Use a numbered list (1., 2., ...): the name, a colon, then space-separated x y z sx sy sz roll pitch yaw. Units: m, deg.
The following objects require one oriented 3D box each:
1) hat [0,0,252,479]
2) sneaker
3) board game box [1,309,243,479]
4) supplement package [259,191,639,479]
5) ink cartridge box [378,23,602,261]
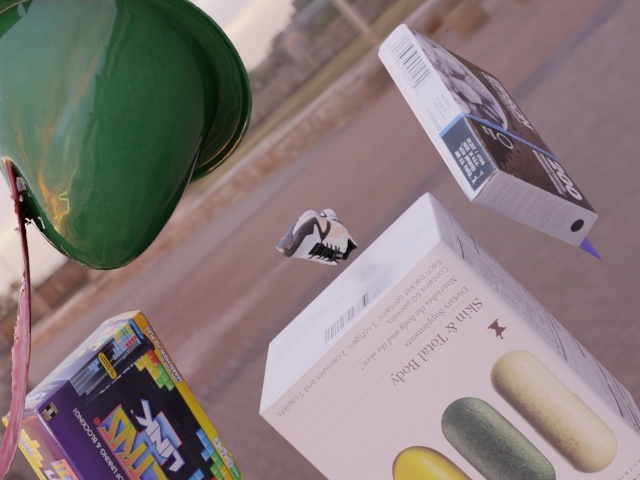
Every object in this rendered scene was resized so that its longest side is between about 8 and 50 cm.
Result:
1. hat: -0.122 -0.006 0.794 0.173 0.208 0.183 -7 51 7
2. sneaker: 0.000 0.000 1.264 0.040 0.044 0.109 -48 -12 22
3. board game box: -0.150 0.163 1.191 0.048 0.170 0.141 -18 20 38
4. supplement package: 0.114 0.134 1.252 0.199 0.263 0.198 -44 8 9
5. ink cartridge box: 0.168 -0.089 1.396 0.208 0.206 0.045 22 -60 -45
